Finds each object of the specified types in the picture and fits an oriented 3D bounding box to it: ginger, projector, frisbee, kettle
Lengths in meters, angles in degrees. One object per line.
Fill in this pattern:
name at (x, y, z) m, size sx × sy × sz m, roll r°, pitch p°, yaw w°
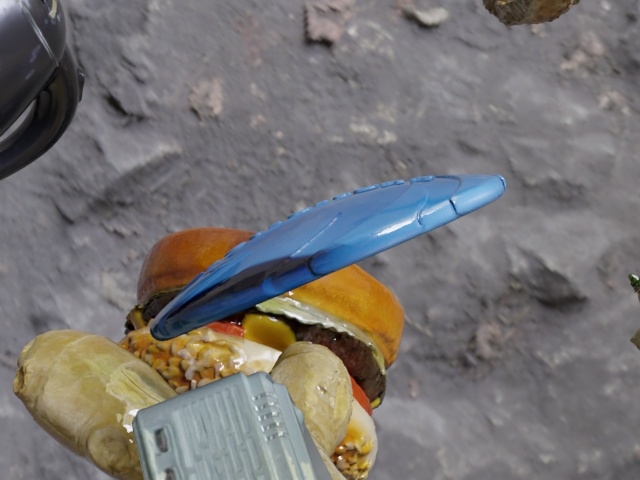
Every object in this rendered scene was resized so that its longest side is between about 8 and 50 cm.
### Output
ginger at (-0.050, 0.202, 1.160) m, size 0.363 × 0.348 × 0.122 m, roll 19°, pitch 117°, yaw -49°
projector at (-0.012, 0.221, 0.836) m, size 0.099 × 0.192 × 0.256 m, roll -21°, pitch 138°, yaw 1°
frisbee at (0.000, 0.000, 0.884) m, size 0.242 × 0.242 × 0.045 m, roll -24°, pitch 89°, yaw -15°
kettle at (-0.365, -0.140, 1.326) m, size 0.290 × 0.207 × 0.268 m, roll -32°, pitch 144°, yaw -9°

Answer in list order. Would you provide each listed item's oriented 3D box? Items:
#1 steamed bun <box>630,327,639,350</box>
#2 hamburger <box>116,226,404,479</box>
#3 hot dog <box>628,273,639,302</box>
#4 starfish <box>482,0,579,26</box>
steamed bun at (0.197, 0.004, 0.526) m, size 0.137 × 0.295 × 0.292 m, roll 15°, pitch 117°, yaw 5°
hamburger at (-0.078, 0.150, 1.580) m, size 0.330 × 0.330 × 0.250 m, roll 35°, pitch 57°, yaw -39°
hot dog at (0.440, 0.065, 1.584) m, size 0.188 × 0.055 × 0.072 m, roll 11°, pitch 118°, yaw 13°
starfish at (0.146, -0.304, 1.022) m, size 0.384 × 0.398 × 0.132 m, roll -35°, pitch 136°, yaw 15°
